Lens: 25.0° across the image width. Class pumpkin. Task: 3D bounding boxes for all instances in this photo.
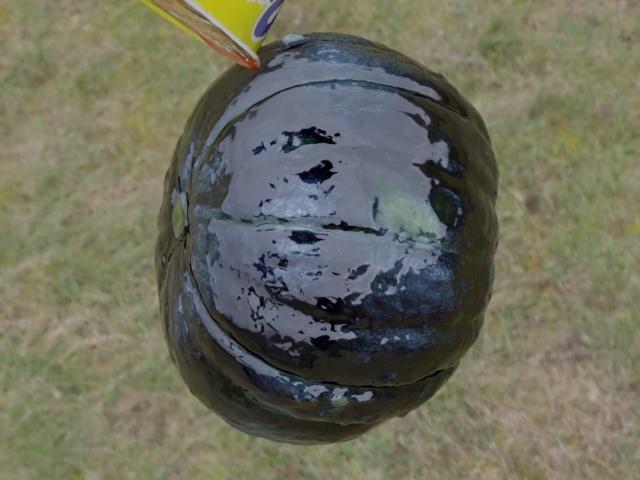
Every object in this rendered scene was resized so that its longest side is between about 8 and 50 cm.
[{"bbox_3d":[0.000,0.000,1.270,0.266,0.363,0.363,9,50,-23],"label":"pumpkin"}]

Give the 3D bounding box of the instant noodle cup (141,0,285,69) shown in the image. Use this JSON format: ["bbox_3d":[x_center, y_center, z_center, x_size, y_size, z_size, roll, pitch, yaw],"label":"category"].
[{"bbox_3d":[-0.075,-0.232,0.883,0.213,0.213,0.174,36,91,37],"label":"instant noodle cup"}]
